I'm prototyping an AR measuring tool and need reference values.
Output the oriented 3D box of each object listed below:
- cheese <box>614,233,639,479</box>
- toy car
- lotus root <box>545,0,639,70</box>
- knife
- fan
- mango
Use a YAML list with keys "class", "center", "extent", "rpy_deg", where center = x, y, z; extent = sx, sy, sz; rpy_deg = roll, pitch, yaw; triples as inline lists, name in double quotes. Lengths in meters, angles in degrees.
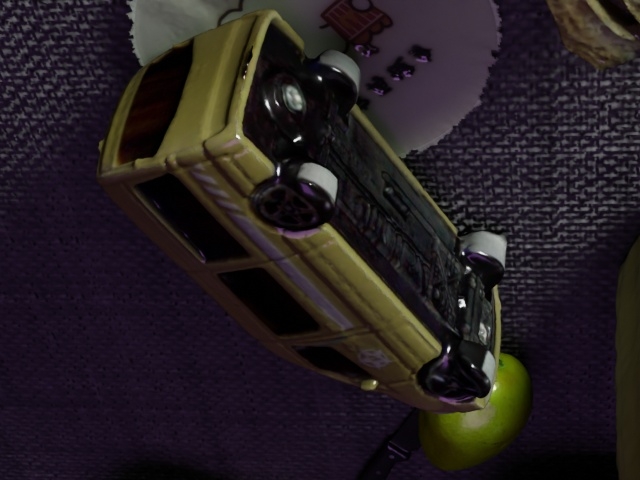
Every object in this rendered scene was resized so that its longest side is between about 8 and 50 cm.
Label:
- class: "cheese"
  center: [0.276, 0.118, 0.727]
  extent: [0.242, 0.265, 0.124]
  rpy_deg: [13, 139, -6]
- class: "toy car"
  center: [0.000, 0.000, 0.763]
  extent: [0.124, 0.101, 0.257]
  rpy_deg: [-15, 135, 31]
- class: "lotus root"
  center: [0.141, -0.156, 0.591]
  extent: [0.143, 0.070, 0.144]
  rpy_deg: [-17, 137, 35]
- class: "knife"
  center: [0.061, 0.133, 0.976]
  extent: [0.023, 0.010, 0.170]
  rpy_deg: [19, 136, -11]
- class: "fan"
  center: [-0.054, -0.135, 0.691]
  extent: [0.329, 0.009, 0.191]
  rpy_deg: [31, 136, -27]
- class: "mango"
  center: [0.096, 0.112, 0.905]
  extent: [0.073, 0.056, 0.108]
  rpy_deg: [-15, 151, -27]
